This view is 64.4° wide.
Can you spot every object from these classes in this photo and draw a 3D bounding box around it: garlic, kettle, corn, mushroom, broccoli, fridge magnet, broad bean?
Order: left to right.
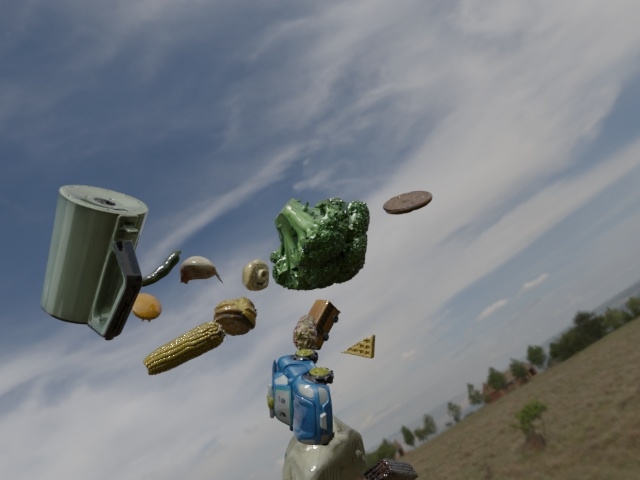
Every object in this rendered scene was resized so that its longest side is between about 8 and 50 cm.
[{"bbox_3d":[-0.653,0.067,1.519,0.250,0.361,0.377,-2,-65,-59],"label":"kettle"},{"bbox_3d":[-0.762,0.290,2.209,0.143,0.143,0.063,-4,-41,-49],"label":"fridge magnet"},{"bbox_3d":[-0.598,0.110,1.876,0.226,0.069,0.039,-37,-24,-30],"label":"broad bean"},{"bbox_3d":[-0.490,0.392,1.842,0.305,0.106,0.106,-28,-23,-12],"label":"corn"},{"bbox_3d":[-0.527,0.133,2.238,0.198,0.129,0.090,-3,18,10],"label":"garlic"},{"bbox_3d":[-0.279,0.153,2.205,0.112,0.148,0.148,-1,5,45],"label":"mushroom"},{"bbox_3d":[-0.054,0.345,1.928,0.092,0.092,0.280,-34,2,4],"label":"corn"},{"bbox_3d":[-0.006,0.006,1.598,0.413,0.309,0.321,-70,-10,-65],"label":"broccoli"}]

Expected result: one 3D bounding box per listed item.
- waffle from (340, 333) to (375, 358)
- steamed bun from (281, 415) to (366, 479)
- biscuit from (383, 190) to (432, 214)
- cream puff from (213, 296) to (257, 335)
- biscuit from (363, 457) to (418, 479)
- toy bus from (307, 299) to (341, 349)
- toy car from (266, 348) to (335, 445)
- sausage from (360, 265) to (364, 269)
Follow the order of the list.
[{"bbox_3d":[0.179,0.498,2.457,0.191,0.125,0.032,4,2,40],"label":"waffle"},{"bbox_3d":[-0.003,0.840,1.943,0.367,0.255,0.343,-31,-50,-39],"label":"steamed bun"},{"bbox_3d":[0.365,-0.158,2.122,0.212,0.036,0.212,-16,21,6],"label":"biscuit"},{"bbox_3d":[-0.350,0.307,2.111,0.189,0.130,0.189,3,-43,3],"label":"cream puff"},{"bbox_3d":[0.289,0.940,2.036,0.107,0.073,0.388,-40,-34,3],"label":"biscuit"},{"bbox_3d":[-0.010,0.359,2.180,0.114,0.098,0.201,50,-123,-30],"label":"toy bus"},{"bbox_3d":[-0.060,0.421,1.363,0.165,0.198,0.314,-5,8,-15],"label":"toy car"},{"bbox_3d":[0.142,0.034,2.374,0.083,0.264,0.083,-5,-51,-6],"label":"sausage"}]
